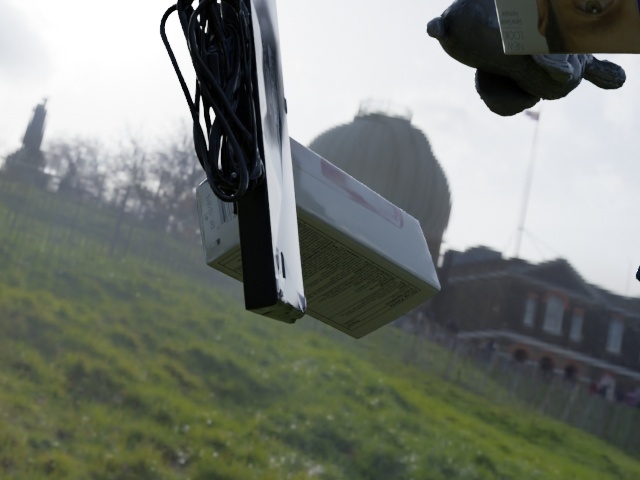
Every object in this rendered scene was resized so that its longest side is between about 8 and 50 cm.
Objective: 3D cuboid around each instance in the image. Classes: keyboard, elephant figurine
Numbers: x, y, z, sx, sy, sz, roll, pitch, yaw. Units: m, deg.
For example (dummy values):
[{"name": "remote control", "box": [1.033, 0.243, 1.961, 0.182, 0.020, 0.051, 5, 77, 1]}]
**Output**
[{"name": "keyboard", "box": [-0.038, -0.064, 0.426, 0.038, 0.192, 0.100, -8, -12, 7]}, {"name": "elephant figurine", "box": [0.280, -0.247, 1.414, 0.239, 0.186, 0.169, 46, 2, 1]}]

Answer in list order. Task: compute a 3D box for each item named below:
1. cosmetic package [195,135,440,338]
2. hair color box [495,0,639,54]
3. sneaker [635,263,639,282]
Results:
[{"name": "cosmetic package", "box": [0.000, 0.000, 1.359, 0.153, 0.129, 0.296, -33, -41, 25]}, {"name": "hair color box", "box": [0.226, -0.339, 0.938, 0.110, 0.338, 0.185, -25, 21, -26]}, {"name": "sneaker", "box": [0.438, 0.033, 1.246, 0.135, 0.058, 0.052, -12, -48, -7]}]
